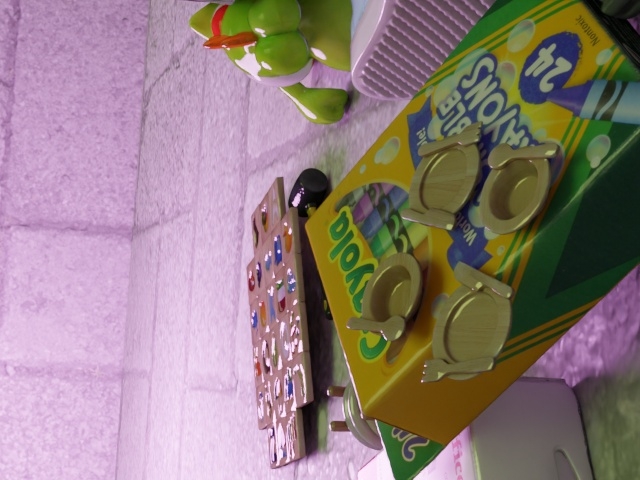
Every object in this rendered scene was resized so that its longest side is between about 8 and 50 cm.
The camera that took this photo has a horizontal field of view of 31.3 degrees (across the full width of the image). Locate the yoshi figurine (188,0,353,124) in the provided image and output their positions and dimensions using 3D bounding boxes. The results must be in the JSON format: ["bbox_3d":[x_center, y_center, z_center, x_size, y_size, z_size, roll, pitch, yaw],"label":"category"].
[{"bbox_3d":[-0.009,-0.244,1.283,0.203,0.203,0.362,-46,14,7],"label":"yoshi figurine"}]

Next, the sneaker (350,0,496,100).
[{"bbox_3d":[0.100,-0.261,0.942,0.366,0.135,0.150,134,135,-60],"label":"sneaker"}]

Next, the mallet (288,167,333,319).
[{"bbox_3d":[0.000,0.000,1.329,0.062,0.039,0.189,111,152,-47],"label":"mallet"}]

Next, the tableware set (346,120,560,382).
[{"bbox_3d":[0.080,0.004,0.697,0.141,0.020,0.168,9,76,57],"label":"tableware set"}]

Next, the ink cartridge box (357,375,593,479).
[{"bbox_3d":[0.111,0.212,0.849,0.218,0.092,0.158,127,144,-54],"label":"ink cartridge box"}]

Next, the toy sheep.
[{"bbox_3d":[0.058,0.148,1.026,0.132,0.091,0.091,-27,60,58],"label":"toy sheep"}]

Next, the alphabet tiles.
[{"bbox_3d":[-0.055,0.107,1.432,0.285,0.011,0.342,130,136,-69],"label":"alphabet tiles"}]

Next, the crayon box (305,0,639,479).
[{"bbox_3d":[0.101,-0.010,0.776,0.323,0.083,0.203,-50,34,25],"label":"crayon box"}]

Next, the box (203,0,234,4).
[{"bbox_3d":[-0.147,-0.310,1.208,0.275,0.094,0.113,-139,56,-74],"label":"box"}]

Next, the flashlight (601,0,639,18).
[{"bbox_3d":[0.232,-0.243,0.601,0.103,0.103,0.304,63,151,13],"label":"flashlight"}]
